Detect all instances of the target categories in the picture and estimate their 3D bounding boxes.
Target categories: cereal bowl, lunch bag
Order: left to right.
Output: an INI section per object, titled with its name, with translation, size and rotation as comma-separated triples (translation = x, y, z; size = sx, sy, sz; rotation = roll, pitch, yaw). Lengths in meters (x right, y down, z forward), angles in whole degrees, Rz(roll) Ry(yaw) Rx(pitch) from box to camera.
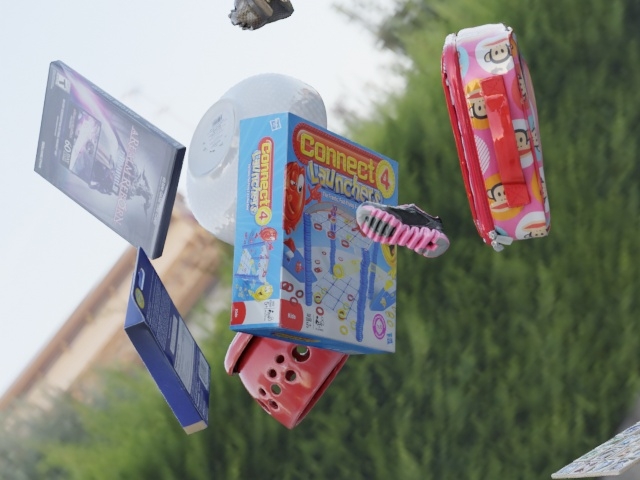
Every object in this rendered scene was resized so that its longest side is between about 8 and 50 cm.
[cereal bowl]
translation = -0.145, -0.161, 2.269
size = 0.339, 0.141, 0.339
rotation = -32, 48, 43
[lunch bag]
translation = 0.244, -0.143, 1.674
size = 0.120, 0.293, 0.258
rotation = -12, 13, 9

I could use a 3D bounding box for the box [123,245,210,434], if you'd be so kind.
[box]
translation = -0.208, 0.130, 1.630
size = 0.036, 0.225, 0.136
rotation = -20, 29, 8

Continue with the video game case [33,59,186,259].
[video game case]
translation = -0.319, -0.121, 1.831
size = 0.026, 0.274, 0.196
rotation = -24, -39, -46

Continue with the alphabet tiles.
[alphabet tiles]
translation = 0.435, 0.258, 1.594
size = 0.198, 0.009, 0.237
rotation = -24, -3, -24

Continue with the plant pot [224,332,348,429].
[plant pot]
translation = -0.061, 0.206, 2.146
size = 0.191, 0.174, 0.191
rotation = -54, -9, -13

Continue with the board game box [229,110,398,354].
[board game box]
translation = 0.000, 0.000, 1.795
size = 0.308, 0.086, 0.302
rotation = 18, -109, -54

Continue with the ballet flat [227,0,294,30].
[ballet flat]
translation = -0.095, -0.367, 1.930
size = 0.058, 0.084, 0.250
rotation = -36, 9, 18

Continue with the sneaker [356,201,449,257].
[sneaker]
translation = 0.096, -0.023, 1.455
size = 0.047, 0.119, 0.057
rotation = -52, 24, 43
